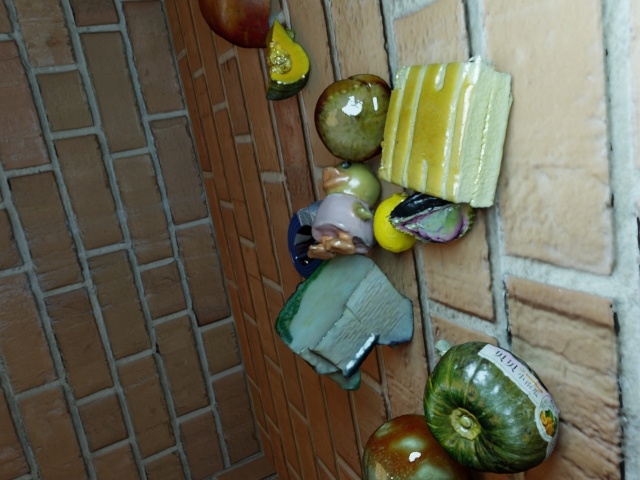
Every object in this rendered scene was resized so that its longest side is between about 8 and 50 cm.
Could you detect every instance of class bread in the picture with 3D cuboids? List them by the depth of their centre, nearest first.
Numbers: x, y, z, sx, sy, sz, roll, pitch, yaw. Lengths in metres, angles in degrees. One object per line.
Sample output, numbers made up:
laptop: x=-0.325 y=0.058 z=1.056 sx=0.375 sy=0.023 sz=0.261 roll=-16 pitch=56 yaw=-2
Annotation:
bread: x=0.220 y=-0.205 z=0.963 sx=0.239 sy=0.111 sz=0.245 roll=29 pitch=115 yaw=56

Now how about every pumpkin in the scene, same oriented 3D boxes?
pumpkin: x=0.328 y=0.323 z=1.025 sx=0.260 sy=0.189 sz=0.260 roll=16 pitch=114 yaw=38
pumpkin: x=-0.098 y=-0.526 z=1.538 sx=0.131 sy=0.126 sz=0.247 roll=121 pitch=149 yaw=-70

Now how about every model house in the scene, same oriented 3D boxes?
model house: x=0.083 y=0.223 z=1.366 sx=0.284 sy=0.298 sz=0.243 roll=43 pitch=171 yaw=-25

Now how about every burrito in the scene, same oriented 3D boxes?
burrito: x=0.322 y=0.309 z=1.185 sx=0.188 sy=0.045 sz=0.058 roll=53 pitch=156 yaw=37

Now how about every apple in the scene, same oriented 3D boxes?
apple: x=-0.257 y=-0.824 z=1.698 sx=0.329 sy=0.295 sz=0.364 roll=28 pitch=144 yaw=8

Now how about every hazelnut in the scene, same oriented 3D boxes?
hazelnut: x=0.083 y=-0.287 z=1.201 sx=0.208 sy=0.208 sz=0.208 roll=46 pitch=144 yaw=49

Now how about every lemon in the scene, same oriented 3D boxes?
lemon: x=0.180 y=-0.042 z=1.202 sx=0.114 sy=0.114 sz=0.155 roll=52 pitch=145 yaw=42

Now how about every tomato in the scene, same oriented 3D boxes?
tomato: x=0.231 y=0.596 z=1.321 sx=0.303 sy=0.239 sz=0.303 roll=164 pitch=90 yaw=-71

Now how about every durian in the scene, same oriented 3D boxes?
durian: x=0.240 y=-0.048 z=1.071 sx=0.187 sy=0.119 sz=0.108 roll=-17 pitch=121 yaw=28

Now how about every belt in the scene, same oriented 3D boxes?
belt: x=0.000 y=0.000 z=1.635 sx=0.212 sy=0.117 sz=0.347 roll=69 pitch=158 yaw=11

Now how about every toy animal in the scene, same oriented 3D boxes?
toy animal: x=0.070 y=-0.087 z=1.293 sx=0.195 sy=0.169 sz=0.281 roll=-15 pitch=63 yaw=49

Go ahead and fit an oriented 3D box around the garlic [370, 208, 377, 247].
garlic: x=0.126 y=-0.017 z=1.412 sx=0.084 sy=0.066 sz=0.152 roll=-90 pitch=5 yaw=-57
